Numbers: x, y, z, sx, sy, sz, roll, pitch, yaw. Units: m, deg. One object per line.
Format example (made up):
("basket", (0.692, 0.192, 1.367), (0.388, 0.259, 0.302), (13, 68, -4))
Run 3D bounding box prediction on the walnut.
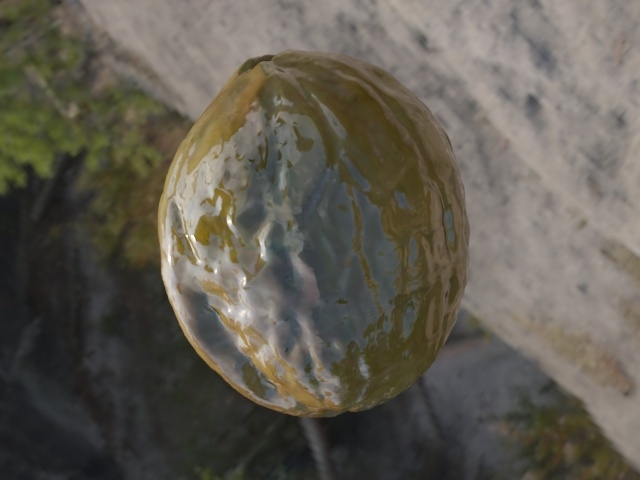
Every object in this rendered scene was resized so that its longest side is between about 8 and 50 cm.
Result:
("walnut", (0.000, 0.000, 0.549), (0.105, 0.105, 0.124), (5, 110, 33))
